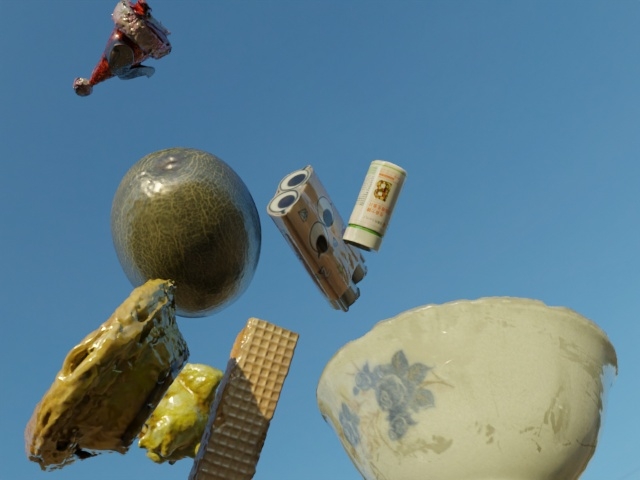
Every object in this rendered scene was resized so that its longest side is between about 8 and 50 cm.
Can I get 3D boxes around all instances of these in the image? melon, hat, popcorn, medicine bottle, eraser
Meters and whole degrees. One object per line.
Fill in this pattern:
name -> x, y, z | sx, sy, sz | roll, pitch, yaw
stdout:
melon -> -0.216, -0.005, 1.041 | 0.237, 0.238, 0.302 | -12, -47, -8
hat -> -0.393, -0.360, 1.214 | 0.227, 0.140, 0.129 | -42, -77, 6
popcorn -> -0.413, 0.485, 1.858 | 0.289, 0.321, 0.326 | 18, -53, -30
medicine bottle -> 0.117, -0.072, 1.334 | 0.086, 0.086, 0.184 | 24, -98, -31
eraser -> 0.000, 0.000, 1.369 | 0.087, 0.171, 0.291 | -9, -52, 32

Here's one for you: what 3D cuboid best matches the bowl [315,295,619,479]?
bowl -> 0.150, 0.208, 0.617 | 0.313, 0.146, 0.314 | 0, -44, 0

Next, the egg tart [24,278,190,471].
egg tart -> -0.266, 0.192, 0.847 | 0.123, 0.294, 0.294 | 36, -67, -1

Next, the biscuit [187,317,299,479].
biscuit -> -0.133, 0.305, 0.935 | 0.094, 0.379, 0.054 | 24, -23, -16
